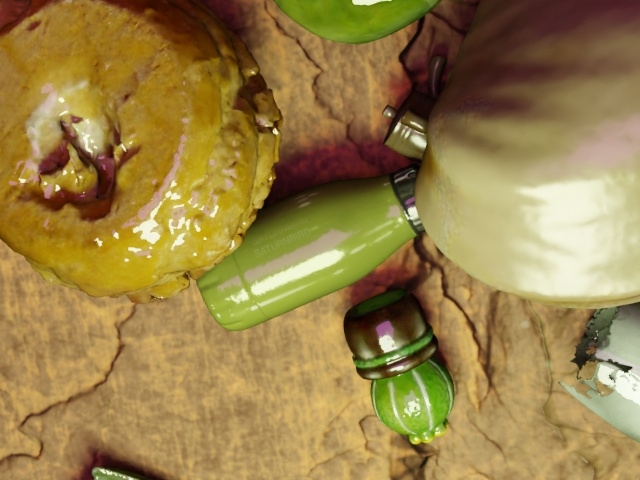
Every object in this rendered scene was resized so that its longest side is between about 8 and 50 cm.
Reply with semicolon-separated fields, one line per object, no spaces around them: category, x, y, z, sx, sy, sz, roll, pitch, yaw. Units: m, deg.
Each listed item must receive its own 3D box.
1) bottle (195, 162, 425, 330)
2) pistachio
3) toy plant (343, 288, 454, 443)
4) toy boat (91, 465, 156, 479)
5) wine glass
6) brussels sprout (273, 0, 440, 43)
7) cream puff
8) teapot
bottle;0.000;0.000;1.694;0.260;0.112;0.112;-23;101;10
pistachio;0.290;-0.125;1.545;0.446;0.281;0.365;-29;68;-1
toy plant;0.088;0.138;1.731;0.093;0.093;0.162;-19;101;9
toy boat;-0.136;0.342;1.819;0.293;0.055;0.093;31;103;-2
wine glass;0.408;0.179;1.690;0.321;0.143;0.143;32;104;0
brussels sprout;0.037;-0.333;1.567;0.219;0.210;0.271;-30;84;32
cream puff;-0.204;-0.103;1.624;0.343;0.231;0.327;7;92;18
teapot;0.112;-0.136;1.673;0.080;0.085;0.110;29;85;-4
